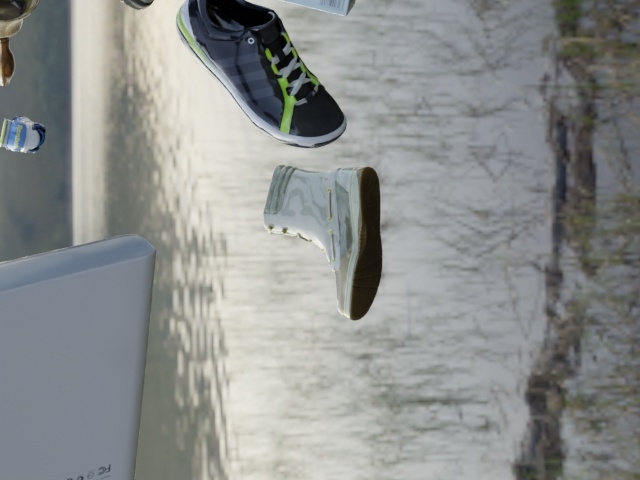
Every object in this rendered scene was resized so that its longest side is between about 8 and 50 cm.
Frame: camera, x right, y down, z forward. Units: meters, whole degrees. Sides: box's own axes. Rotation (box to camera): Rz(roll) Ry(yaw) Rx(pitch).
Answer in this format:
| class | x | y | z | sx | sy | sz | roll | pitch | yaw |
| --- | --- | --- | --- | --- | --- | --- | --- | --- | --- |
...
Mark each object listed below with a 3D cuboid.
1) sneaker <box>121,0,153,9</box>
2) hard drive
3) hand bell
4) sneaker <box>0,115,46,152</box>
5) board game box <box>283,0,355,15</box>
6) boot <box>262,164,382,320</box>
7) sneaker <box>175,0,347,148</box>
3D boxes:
| class | x | y | z | sx | sy | sz | roll | pitch | yaw |
| --- | --- | --- | --- | --- | --- | --- | --- | --- | --- |
| sneaker | -0.189 | -0.418 | 1.043 | 0.169 | 0.257 | 0.447 | 48 | 175 | 35 |
| hard drive | -0.275 | 0.175 | 1.088 | 0.047 | 0.233 | 0.353 | 38 | 130 | 39 |
| hand bell | -0.535 | -0.342 | 1.957 | 0.242 | 0.126 | 0.126 | 114 | 153 | -59 |
| sneaker | -0.437 | -0.154 | 1.731 | 0.144 | 0.059 | 0.053 | -115 | 34 | -79 |
| board game box | -0.026 | -0.546 | 1.902 | 0.097 | 0.224 | 0.303 | -62 | -14 | -59 |
| boot | 0.000 | 0.000 | 1.636 | 0.077 | 0.165 | 0.213 | -9 | -78 | -58 |
| sneaker | -0.063 | -0.194 | 1.255 | 0.084 | 0.234 | 0.097 | -51 | 0 | -34 |
